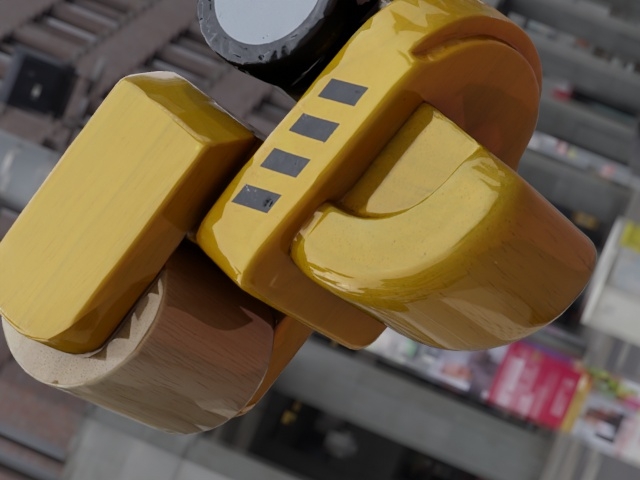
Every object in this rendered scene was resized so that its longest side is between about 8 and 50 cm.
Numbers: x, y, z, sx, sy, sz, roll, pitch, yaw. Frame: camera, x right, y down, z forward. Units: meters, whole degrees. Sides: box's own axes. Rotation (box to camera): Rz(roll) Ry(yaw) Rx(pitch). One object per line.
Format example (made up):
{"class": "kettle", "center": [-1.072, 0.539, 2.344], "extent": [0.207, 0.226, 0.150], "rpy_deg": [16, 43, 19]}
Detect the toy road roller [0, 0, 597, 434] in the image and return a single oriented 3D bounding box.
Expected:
{"class": "toy road roller", "center": [0.000, 0.000, 0.981], "extent": [0.329, 0.240, 0.202], "rpy_deg": [-51, -34, 4]}
